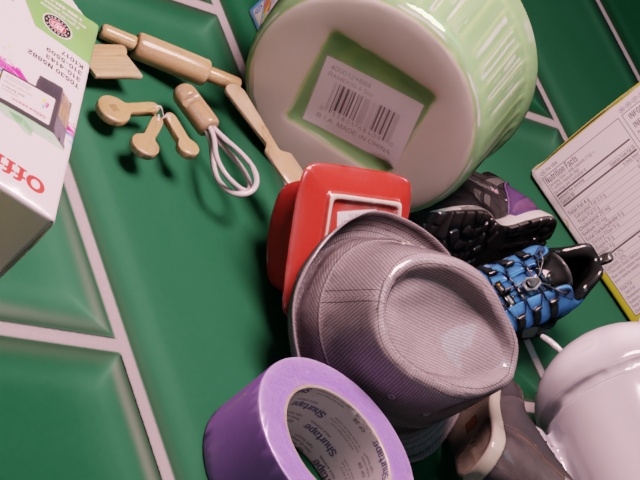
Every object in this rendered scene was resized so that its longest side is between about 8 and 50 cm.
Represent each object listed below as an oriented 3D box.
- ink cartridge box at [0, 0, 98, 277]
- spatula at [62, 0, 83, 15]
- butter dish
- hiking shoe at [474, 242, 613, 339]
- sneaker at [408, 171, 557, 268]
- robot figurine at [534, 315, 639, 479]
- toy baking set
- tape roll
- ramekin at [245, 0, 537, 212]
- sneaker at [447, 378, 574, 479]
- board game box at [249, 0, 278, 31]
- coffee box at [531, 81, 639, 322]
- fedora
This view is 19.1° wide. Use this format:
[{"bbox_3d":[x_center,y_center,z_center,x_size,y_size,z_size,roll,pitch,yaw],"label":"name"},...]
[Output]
[{"bbox_3d":[-0.317,-0.124,1.634,0.201,0.117,0.278,34,36,-25],"label":"ink cartridge box"},{"bbox_3d":[-0.335,-0.241,1.847,0.168,0.019,0.242,51,30,1],"label":"spatula"},{"bbox_3d":[0.000,0.000,1.937,0.160,0.118,0.159,6,94,-43],"label":"butter dish"},{"bbox_3d":[0.209,0.054,2.123,0.113,0.132,0.304,56,31,10],"label":"hiking shoe"},{"bbox_3d":[0.150,-0.029,2.200,0.124,0.107,0.283,47,23,25],"label":"sneaker"},{"bbox_3d":[0.351,0.234,2.043,0.300,0.199,0.353,-4,55,-20],"label":"robot figurine"},{"bbox_3d":[-0.136,-0.128,1.947,0.256,0.030,0.196,18,40,-25],"label":"toy baking set"},{"bbox_3d":[-0.009,0.205,1.719,0.189,0.080,0.189,34,33,-27],"label":"tape roll"},{"bbox_3d":[0.067,-0.174,2.039,0.303,0.303,0.148,45,38,-8],"label":"ramekin"},{"bbox_3d":[0.199,0.215,1.954,0.118,0.083,0.222,37,21,-10],"label":"sneaker"},{"bbox_3d":[-0.008,-0.269,2.175,0.026,0.154,0.103,15,45,-46],"label":"board game box"},{"bbox_3d":[0.553,-0.071,2.516,0.334,0.338,0.338,57,30,13],"label":"coffee box"},{"bbox_3d":[0.100,0.092,1.854,0.275,0.124,0.243,36,63,-35],"label":"fedora"}]
